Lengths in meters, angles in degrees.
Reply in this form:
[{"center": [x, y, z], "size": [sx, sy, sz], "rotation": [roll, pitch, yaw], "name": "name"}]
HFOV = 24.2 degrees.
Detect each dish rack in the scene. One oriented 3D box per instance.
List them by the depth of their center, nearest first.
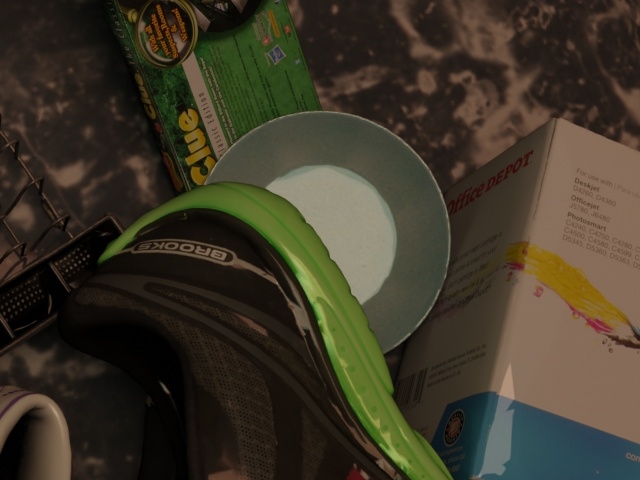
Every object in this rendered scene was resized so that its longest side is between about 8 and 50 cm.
[{"center": [-0.287, -0.034, 1.030], "size": [0.208, 0.074, 0.271], "rotation": [-34, 88, -26], "name": "dish rack"}]

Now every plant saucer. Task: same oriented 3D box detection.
[{"center": [0.000, 0.000, 1.129], "size": [0.195, 0.037, 0.195], "rotation": [0, 88, -3], "name": "plant saucer"}]

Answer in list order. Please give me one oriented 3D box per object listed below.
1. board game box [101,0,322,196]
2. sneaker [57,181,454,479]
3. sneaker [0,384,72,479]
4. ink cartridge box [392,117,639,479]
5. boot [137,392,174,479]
[{"center": [-0.089, -0.169, 1.101], "size": [0.136, 0.030, 0.260], "rotation": [-32, 117, -28], "name": "board game box"}, {"center": [-0.007, 0.195, 0.937], "size": [0.202, 0.185, 0.483], "rotation": [-27, 71, -23], "name": "sneaker"}, {"center": [-0.241, 0.217, 0.921], "size": [0.102, 0.161, 0.282], "rotation": [29, 67, -31], "name": "sneaker"}, {"center": [0.184, 0.087, 1.105], "size": [0.197, 0.198, 0.270], "rotation": [21, 70, -14], "name": "ink cartridge box"}, {"center": [-0.028, 0.184, 1.062], "size": [0.236, 0.085, 0.178], "rotation": [12, 69, -19], "name": "boot"}]
